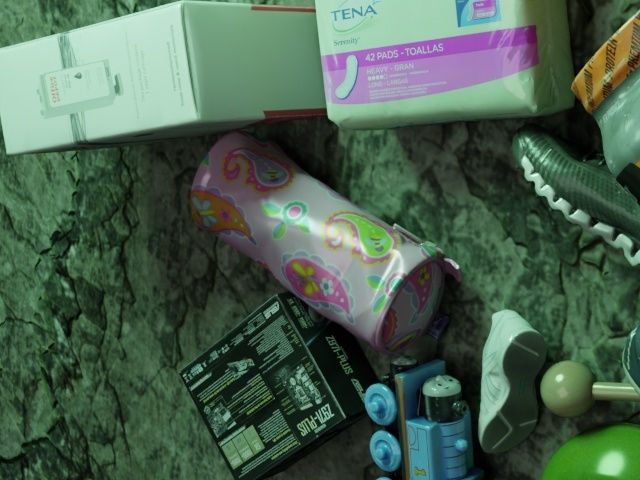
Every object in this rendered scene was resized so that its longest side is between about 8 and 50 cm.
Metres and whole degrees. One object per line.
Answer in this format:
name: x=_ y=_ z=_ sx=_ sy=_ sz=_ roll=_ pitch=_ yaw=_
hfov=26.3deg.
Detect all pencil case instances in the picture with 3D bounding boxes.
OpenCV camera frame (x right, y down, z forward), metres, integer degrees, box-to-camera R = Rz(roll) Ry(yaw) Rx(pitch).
pencil case: x=0.000 y=0.000 z=1.367 sx=0.284 sy=0.124 sz=0.124 roll=33 pitch=117 yaw=28

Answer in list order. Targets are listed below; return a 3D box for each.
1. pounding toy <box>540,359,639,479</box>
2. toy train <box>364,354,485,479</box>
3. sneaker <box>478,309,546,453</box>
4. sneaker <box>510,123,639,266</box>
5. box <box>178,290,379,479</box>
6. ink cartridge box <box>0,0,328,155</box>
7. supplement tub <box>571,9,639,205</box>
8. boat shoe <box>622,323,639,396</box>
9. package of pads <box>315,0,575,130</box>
pounding toy: x=0.254 y=0.237 z=1.211 sx=0.183 sy=0.110 sz=0.237 roll=8 pitch=104 yaw=37
toy train: x=0.104 y=0.204 z=1.336 sx=0.105 sy=0.080 sz=0.184 roll=8 pitch=107 yaw=44
sneaker: x=0.177 y=0.133 z=1.297 sx=0.061 sy=0.053 sz=0.152 roll=-117 pitch=30 yaw=-55
sneaker: x=0.271 y=-0.040 z=1.172 sx=0.234 sy=0.078 sz=0.106 roll=43 pitch=119 yaw=19
box: x=-0.042 y=0.153 z=1.448 sx=0.180 sy=0.077 sz=0.147 roll=-40 pitch=74 yaw=36
ink cartridge box: x=-0.163 y=-0.163 z=1.403 sx=0.283 sy=0.207 sz=0.117 roll=-5 pitch=93 yaw=39
supplement tub: x=0.345 y=-0.048 z=1.008 sx=0.316 sy=0.193 sz=0.193 roll=50 pitch=124 yaw=10
boat shoe: x=0.351 y=0.162 z=1.121 sx=0.095 sy=0.079 sz=0.254 roll=-39 pitch=76 yaw=1
package of pads: x=0.100 y=-0.253 z=1.249 sx=0.229 sy=0.101 sz=0.296 roll=-2 pitch=96 yaw=37
